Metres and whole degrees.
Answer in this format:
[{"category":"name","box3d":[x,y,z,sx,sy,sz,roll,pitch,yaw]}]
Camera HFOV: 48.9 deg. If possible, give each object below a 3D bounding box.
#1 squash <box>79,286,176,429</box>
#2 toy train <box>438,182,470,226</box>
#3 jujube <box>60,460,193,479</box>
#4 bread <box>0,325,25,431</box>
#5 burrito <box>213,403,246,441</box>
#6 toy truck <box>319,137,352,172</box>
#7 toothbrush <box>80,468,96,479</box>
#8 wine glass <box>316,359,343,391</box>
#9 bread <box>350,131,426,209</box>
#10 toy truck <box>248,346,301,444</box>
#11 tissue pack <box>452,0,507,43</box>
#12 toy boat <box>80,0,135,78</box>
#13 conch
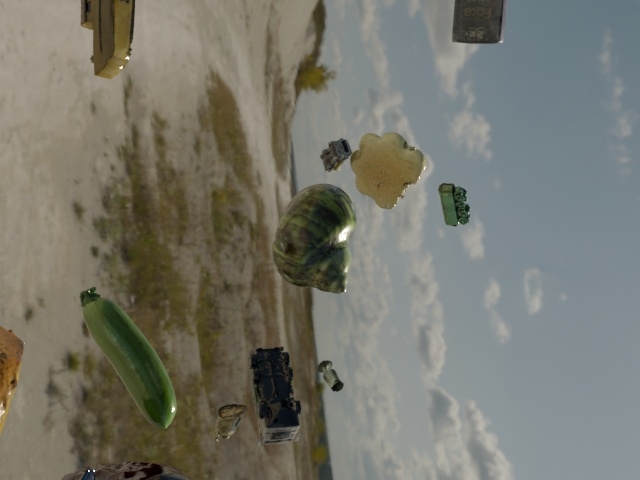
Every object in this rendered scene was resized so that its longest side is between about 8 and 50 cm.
[{"category":"squash","box3d":[-0.463,0.283,1.721,0.395,0.107,0.107,58,0,-3]},{"category":"toy train","box3d":[0.345,-0.089,1.802,0.148,0.071,0.038,66,37,-49]},{"category":"jujube","box3d":[-0.427,0.600,1.528,0.258,0.376,0.258,38,45,-50]},{"category":"bread","box3d":[-0.475,0.217,0.847,0.312,0.172,0.312,-52,-153,41]},{"category":"burrito","box3d":[-0.210,0.408,1.579,0.149,0.055,0.041,117,-29,-45]},{"category":"toy truck","box3d":[0.042,-0.222,1.839,0.123,0.063,0.052,134,-61,-67]},{"category":"toothbrush","box3d":[-0.431,0.570,1.106,0.042,0.035,0.413,109,-5,-67]},{"category":"wine glass","box3d":[0.027,0.320,1.659,0.083,0.042,0.039,45,-58,52]},{"category":"bread","box3d":[0.158,-0.183,1.812,0.039,0.182,0.251,-50,178,-35]},{"category":"toy truck","box3d":[-0.117,0.361,1.665,0.125,0.101,0.242,108,-24,-43]},{"category":"tissue pack","box3d":[0.355,-0.516,1.558,0.051,0.112,0.156,-25,120,-56]},{"category":"toy boat","box3d":[-0.342,-0.373,1.123,0.068,0.088,0.226,-1,95,-61]},{"category":"conch","box3d":[0.001,0.001,1.259,0.181,0.187,0.124,63,-12,-14]}]
